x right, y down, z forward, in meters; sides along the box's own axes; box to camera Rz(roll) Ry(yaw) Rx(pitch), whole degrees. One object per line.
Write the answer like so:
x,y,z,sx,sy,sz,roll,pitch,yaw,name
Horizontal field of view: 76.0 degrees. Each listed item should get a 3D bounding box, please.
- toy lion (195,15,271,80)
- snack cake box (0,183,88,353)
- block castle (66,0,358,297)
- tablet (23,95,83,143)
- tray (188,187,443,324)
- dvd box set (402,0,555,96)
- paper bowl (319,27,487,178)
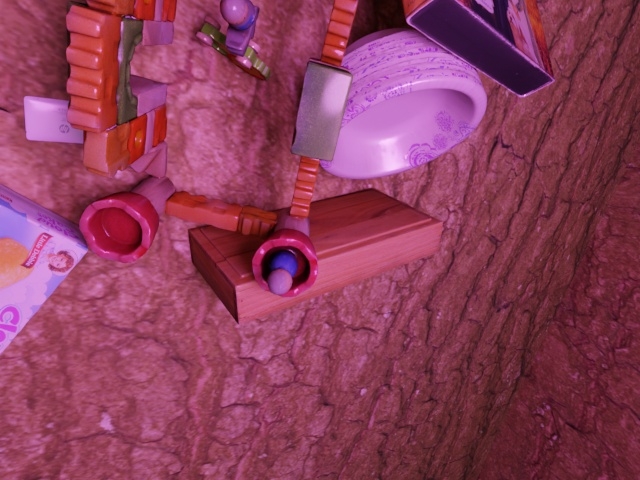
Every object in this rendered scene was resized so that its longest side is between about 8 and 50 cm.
-0.120,-0.270,0.597,0.100,0.096,0.034,30,94,-2,toy lion
-0.446,0.062,0.509,0.264,0.089,0.152,-52,132,-4,snack cake box
-0.106,-0.169,0.465,0.302,0.213,0.454,13,116,-6,block castle
-0.336,-0.155,0.537,0.083,0.006,0.054,-4,115,-35,tablet
0.000,0.000,0.737,0.410,0.202,0.076,-15,123,-31,tray
0.217,-0.455,0.609,0.307,0.062,0.421,8,72,-39,dvd box set
0.116,-0.231,0.690,0.284,0.284,0.148,2,67,-38,paper bowl
